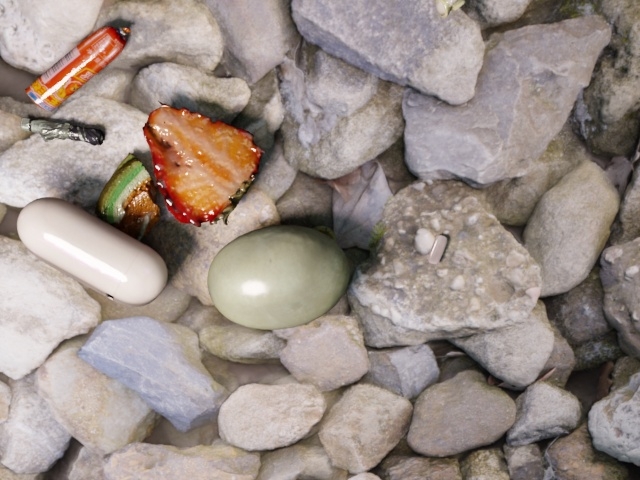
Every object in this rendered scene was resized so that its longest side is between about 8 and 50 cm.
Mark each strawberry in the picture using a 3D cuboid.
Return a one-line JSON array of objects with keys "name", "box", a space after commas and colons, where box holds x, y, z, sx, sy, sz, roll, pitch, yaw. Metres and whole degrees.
[{"name": "strawberry", "box": [-0.297, -0.164, 1.300, 0.280, 0.150, 0.254, 21, 86, -8]}]

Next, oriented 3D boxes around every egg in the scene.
[{"name": "egg", "box": [-0.103, 0.091, 1.337, 0.351, 0.258, 0.259, -5, 109, -2]}]

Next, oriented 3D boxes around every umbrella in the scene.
[{"name": "umbrella", "box": [-0.617, -0.258, 1.295, 0.188, 0.046, 0.050, 10, 72, -6]}]

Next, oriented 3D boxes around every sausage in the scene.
[{"name": "sausage", "box": [-0.545, -0.403, 1.238, 0.274, 0.074, 0.074, -36, 107, 8]}]

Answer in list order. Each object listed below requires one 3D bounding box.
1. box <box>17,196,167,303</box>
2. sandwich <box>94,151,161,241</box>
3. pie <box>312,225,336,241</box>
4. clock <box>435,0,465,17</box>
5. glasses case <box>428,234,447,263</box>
[{"name": "box", "box": [-0.534, 0.036, 1.288, 0.348, 0.288, 0.141, 32, 70, -13]}, {"name": "sandwich", "box": [-0.449, -0.100, 1.320, 0.159, 0.109, 0.185, 33, 81, -32]}, {"name": "pie", "box": [0.000, -0.002, 1.433, 0.083, 0.021, 0.084, -1, 109, -3]}, {"name": "clock", "box": [0.351, -0.645, 1.182, 0.378, 0.120, 0.277, -8, 104, -1]}, {"name": "glasses case", "box": [0.315, 0.024, 1.458, 0.032, 0.021, 0.083, 13, 108, -10]}]
